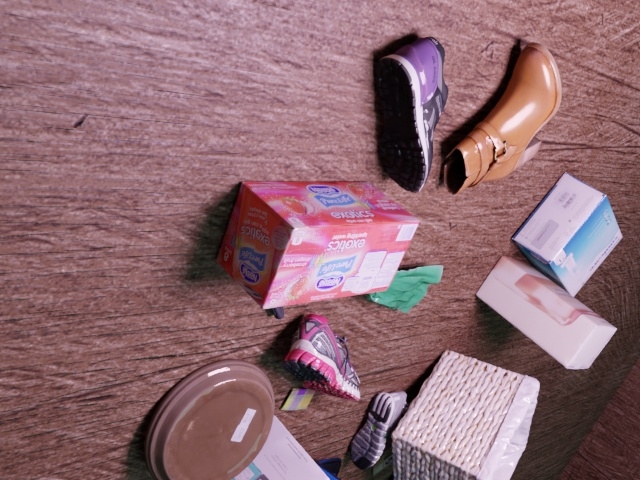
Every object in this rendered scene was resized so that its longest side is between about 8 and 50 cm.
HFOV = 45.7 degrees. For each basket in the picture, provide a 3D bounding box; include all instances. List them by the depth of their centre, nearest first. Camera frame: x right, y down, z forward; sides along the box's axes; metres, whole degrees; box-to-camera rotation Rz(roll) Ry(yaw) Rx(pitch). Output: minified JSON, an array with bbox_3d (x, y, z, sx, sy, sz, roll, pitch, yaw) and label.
[{"bbox_3d":[0.372,0.511,1.957,0.331,0.266,0.328,-49,149,-33],"label":"basket"}]

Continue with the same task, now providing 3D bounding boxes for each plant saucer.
[{"bbox_3d":[-0.194,0.353,1.414,0.277,0.041,0.278,-18,121,-34],"label":"plant saucer"}]

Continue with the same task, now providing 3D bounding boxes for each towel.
[{"bbox_3d":[-0.046,0.341,1.636,0.083,0.009,0.060,8,117,-49],"label":"towel"}]

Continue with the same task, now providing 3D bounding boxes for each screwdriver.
[{"bbox_3d":[-0.090,0.086,1.343,0.024,0.025,0.170,-36,143,-18],"label":"screwdriver"}]

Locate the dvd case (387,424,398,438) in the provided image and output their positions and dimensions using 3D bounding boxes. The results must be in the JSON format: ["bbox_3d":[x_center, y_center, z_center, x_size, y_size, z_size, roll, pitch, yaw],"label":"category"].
[{"bbox_3d":[0.212,0.495,2.036,0.119,0.013,0.087,14,111,-53],"label":"dvd case"}]

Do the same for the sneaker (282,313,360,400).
[{"bbox_3d":[0.021,0.248,1.541,0.299,0.120,0.112,62,42,-61],"label":"sneaker"}]

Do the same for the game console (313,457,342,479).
[{"bbox_3d":[0.007,0.683,1.796,0.173,0.250,0.293,21,86,-33],"label":"game console"}]

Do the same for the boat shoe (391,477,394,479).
[{"bbox_3d":[0.264,0.661,2.238,0.206,0.075,0.065,-45,102,3],"label":"boat shoe"}]

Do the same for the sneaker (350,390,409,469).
[{"bbox_3d":[0.167,0.478,1.928,0.132,0.086,0.229,-6,125,-47],"label":"sneaker"}]

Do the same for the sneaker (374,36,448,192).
[{"bbox_3d":[0.175,-0.208,1.293,0.124,0.107,0.283,-38,143,-26],"label":"sneaker"}]

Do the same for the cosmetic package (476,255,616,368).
[{"bbox_3d":[0.555,0.175,1.878,0.153,0.296,0.129,13,114,-52],"label":"cosmetic package"}]

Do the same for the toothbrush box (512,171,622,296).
[{"bbox_3d":[0.641,-0.007,1.951,0.216,0.126,0.295,-52,144,2],"label":"toothbrush box"}]

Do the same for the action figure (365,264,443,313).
[{"bbox_3d":[0.152,0.092,1.573,0.232,0.063,0.137,7,119,-54],"label":"action figure"}]

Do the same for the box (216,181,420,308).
[{"bbox_3d":[0.000,0.000,1.257,0.300,0.142,0.154,-5,126,-44],"label":"box"}]

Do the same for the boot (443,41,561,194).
[{"bbox_3d":[0.337,-0.226,1.464,0.220,0.109,0.283,-26,146,-23],"label":"boot"}]

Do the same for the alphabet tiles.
[{"bbox_3d":[0.220,0.534,2.100,0.198,0.009,0.237,-30,141,-25],"label":"alphabet tiles"}]

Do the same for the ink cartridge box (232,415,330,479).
[{"bbox_3d":[-0.122,0.555,1.589,0.270,0.197,0.198,-38,143,-14],"label":"ink cartridge box"}]
